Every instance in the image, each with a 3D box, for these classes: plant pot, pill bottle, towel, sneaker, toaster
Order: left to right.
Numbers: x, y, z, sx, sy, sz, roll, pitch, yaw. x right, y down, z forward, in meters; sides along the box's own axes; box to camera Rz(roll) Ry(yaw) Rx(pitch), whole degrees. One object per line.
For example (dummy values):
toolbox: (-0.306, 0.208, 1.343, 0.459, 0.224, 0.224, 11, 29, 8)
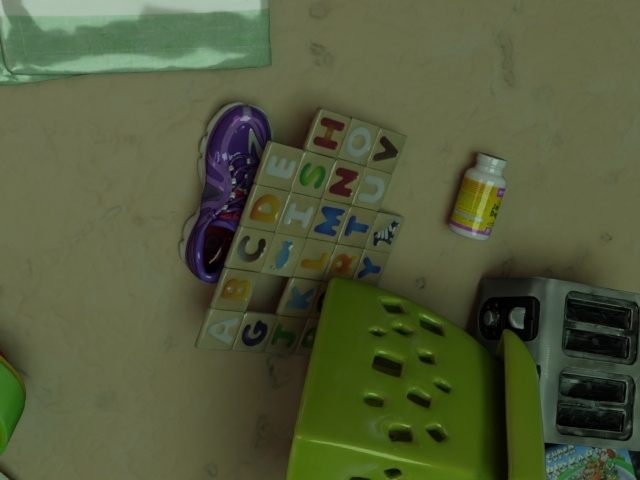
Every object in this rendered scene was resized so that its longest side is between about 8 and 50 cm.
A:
towel: (-0.164, -0.296, 0.723, 0.247, 0.038, 0.325, -7, 109, -17)
sneaker: (-0.078, -0.039, 0.814, 0.068, 0.071, 0.170, 9, 103, -21)
plant pot: (0.079, 0.195, 0.801, 0.207, 0.227, 0.228, 10, 122, 4)
pill bottle: (0.161, -0.045, 0.907, 0.043, 0.043, 0.083, 11, 103, -21)
toaster: (0.256, 0.131, 0.935, 0.185, 0.110, 0.168, 11, 82, -21)

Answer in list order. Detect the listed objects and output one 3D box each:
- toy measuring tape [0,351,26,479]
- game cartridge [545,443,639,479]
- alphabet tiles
toy measuring tape: (-0.280, 0.183, 0.792, 0.121, 0.121, 0.330, -37, 119, -4)
game cartridge: (0.322, 0.321, 1.037, 0.355, 0.068, 0.230, -18, 98, -13)
alphabet tiles: (0.000, 0.000, 0.846, 0.198, 0.009, 0.237, 10, 105, -44)
